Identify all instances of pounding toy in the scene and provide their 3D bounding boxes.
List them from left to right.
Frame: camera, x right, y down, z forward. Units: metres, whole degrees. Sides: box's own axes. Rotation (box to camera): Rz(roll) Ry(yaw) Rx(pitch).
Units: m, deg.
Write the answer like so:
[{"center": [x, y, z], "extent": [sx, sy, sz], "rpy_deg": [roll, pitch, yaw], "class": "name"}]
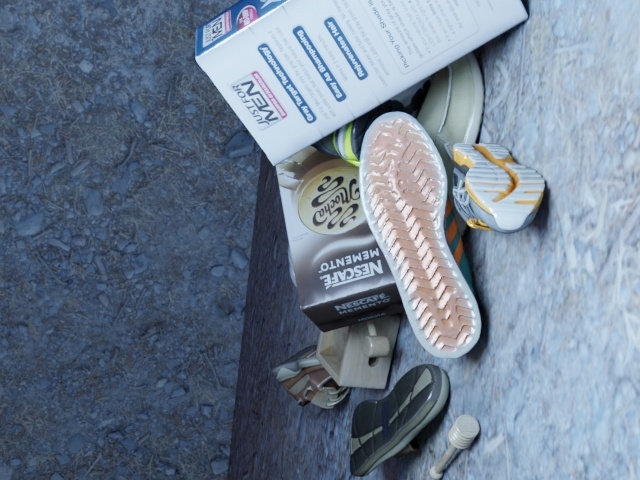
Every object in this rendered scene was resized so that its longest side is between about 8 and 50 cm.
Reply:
[{"center": [0.083, 0.146, 1.471], "extent": [0.206, 0.094, 0.181], "rpy_deg": [-141, 60, -66], "class": "pounding toy"}]

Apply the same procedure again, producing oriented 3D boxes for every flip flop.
[{"center": [0.114, 0.262, 1.299], "extent": [0.277, 0.080, 0.112], "rpy_deg": [-51, 28, 46], "class": "flip flop"}]

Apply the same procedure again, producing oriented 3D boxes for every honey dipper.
[{"center": [0.164, 0.264, 1.147], "extent": [0.160, 0.031, 0.030], "rpy_deg": [103, 167, -55], "class": "honey dipper"}]

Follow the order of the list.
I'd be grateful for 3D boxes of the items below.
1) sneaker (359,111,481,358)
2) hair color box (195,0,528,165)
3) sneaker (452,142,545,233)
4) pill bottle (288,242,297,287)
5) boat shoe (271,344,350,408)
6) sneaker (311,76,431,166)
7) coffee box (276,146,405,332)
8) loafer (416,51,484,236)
[{"center": [0.119, -0.005, 1.125], "extent": [0.121, 0.108, 0.302], "rpy_deg": [4, -109, -84], "class": "sneaker"}, {"center": [0.043, -0.255, 1.070], "extent": [0.174, 0.347, 0.105], "rpy_deg": [54, -167, -31], "class": "hair color box"}, {"center": [0.190, -0.046, 1.009], "extent": [0.215, 0.084, 0.083], "rpy_deg": [-88, 3, -69], "class": "sneaker"}, {"center": [0.029, 0.002, 1.590], "extent": [0.283, 0.161, 0.160], "rpy_deg": [114, 158, -65], "class": "pill bottle"}, {"center": [0.016, 0.256, 1.757], "extent": [0.116, 0.123, 0.324], "rpy_deg": [60, 156, 2], "class": "boat shoe"}, {"center": [0.076, -0.178, 1.264], "extent": [0.300, 0.121, 0.111], "rpy_deg": [-23, -56, -56], "class": "sneaker"}, {"center": [0.040, -0.033, 1.355], "extent": [0.119, 0.168, 0.297], "rpy_deg": [54, -158, -61], "class": "coffee box"}, {"center": [0.152, -0.132, 1.192], "extent": [0.102, 0.092, 0.268], "rpy_deg": [158, 116, -78], "class": "loafer"}]
